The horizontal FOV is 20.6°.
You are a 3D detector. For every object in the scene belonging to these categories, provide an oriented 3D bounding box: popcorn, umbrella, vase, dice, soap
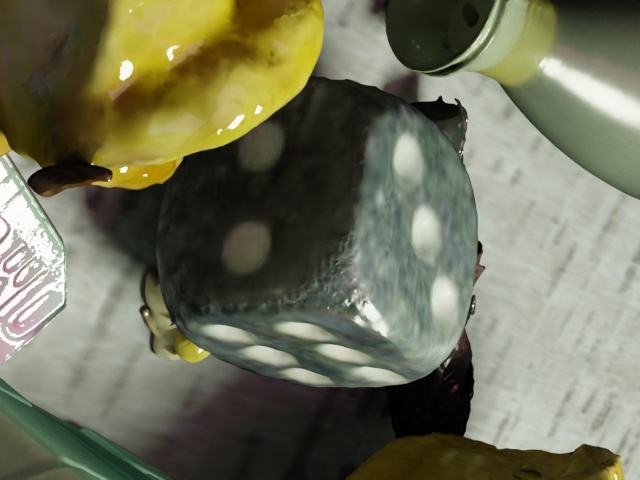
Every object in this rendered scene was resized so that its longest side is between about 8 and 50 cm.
[{"bbox_3d":[-0.164,-0.173,1.037,0.316,0.297,0.281,64,28,-14],"label":"popcorn"},{"bbox_3d":[0.095,0.037,1.483,0.090,0.094,0.326,-24,126,-40],"label":"umbrella"},{"bbox_3d":[0.206,-0.148,1.459,0.321,0.173,0.173,17,97,-39],"label":"vase"},{"bbox_3d":[0.000,0.000,1.280,0.182,0.181,0.183,36,56,-49],"label":"dice"},{"bbox_3d":[-0.230,0.011,1.200,0.100,0.056,0.149,-41,131,-18],"label":"soap"}]

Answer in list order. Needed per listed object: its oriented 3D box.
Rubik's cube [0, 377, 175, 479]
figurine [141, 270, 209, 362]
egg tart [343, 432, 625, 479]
[{"bbox_3d":[-0.199,0.293,1.172,0.319,0.322,0.316,-57,137,-5],"label":"Rubik's cube"},{"bbox_3d":[-0.105,0.061,1.341,0.047,0.050,0.083,-21,122,-28],"label":"figurine"},{"bbox_3d":[0.045,0.287,1.432,0.443,0.178,0.443,-38,173,-5],"label":"egg tart"}]
